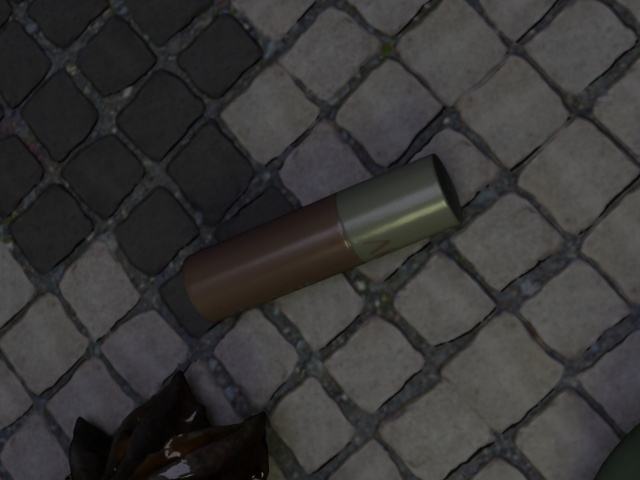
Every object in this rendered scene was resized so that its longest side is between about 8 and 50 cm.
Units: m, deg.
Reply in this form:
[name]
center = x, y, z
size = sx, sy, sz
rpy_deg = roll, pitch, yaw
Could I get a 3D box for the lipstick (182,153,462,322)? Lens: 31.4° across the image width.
[lipstick]
center = 0.000, 0.000, 1.041
size = 0.254, 0.070, 0.070
rpy_deg = -23, 78, 16

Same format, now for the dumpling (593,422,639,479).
[dumpling]
center = 0.335, 0.239, 0.845
size = 0.270, 0.212, 0.320
rpy_deg = 34, 111, 54

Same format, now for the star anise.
[star anise]
center = -0.166, 0.265, 1.009
size = 0.332, 0.117, 0.331
rpy_deg = -20, 45, 21
